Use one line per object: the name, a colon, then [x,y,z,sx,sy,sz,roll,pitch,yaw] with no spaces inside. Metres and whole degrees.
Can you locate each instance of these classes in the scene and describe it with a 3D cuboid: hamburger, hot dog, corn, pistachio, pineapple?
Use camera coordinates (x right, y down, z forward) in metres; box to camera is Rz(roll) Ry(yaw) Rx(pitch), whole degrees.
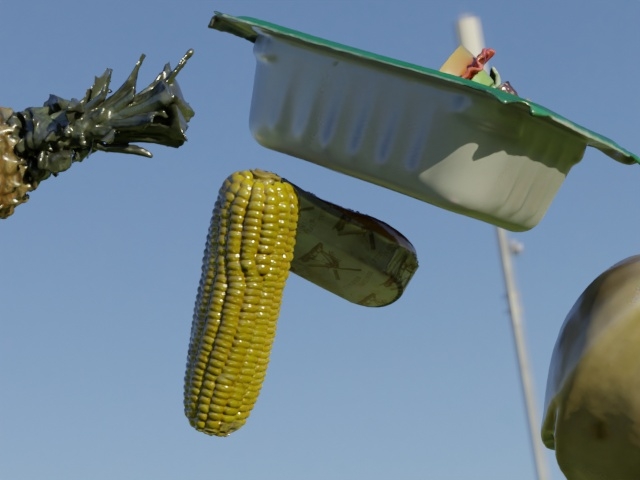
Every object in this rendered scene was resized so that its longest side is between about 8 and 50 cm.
hamburger: [0.154,-0.107,1.771,0.175,0.137,0.175,-51,-3,-4]
hot dog: [0.000,0.000,1.535,0.191,0.059,0.108,27,-42,-17]
corn: [-0.070,0.052,1.451,0.080,0.231,0.080,11,8,-2]
pistachio: [0.237,0.110,1.283,0.153,0.138,0.238,-19,-37,-12]
pineapple: [-0.102,-0.033,0.627,0.124,0.058,0.058,-13,-17,-3]

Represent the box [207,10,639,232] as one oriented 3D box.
box: [0.074,-0.092,1.464,0.336,0.106,0.264,21,4,34]
